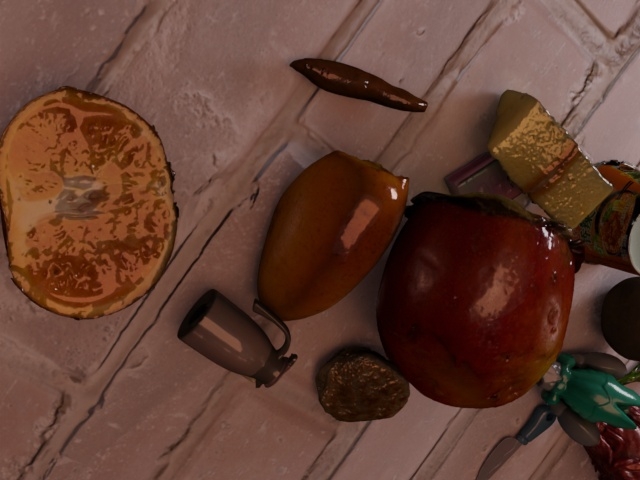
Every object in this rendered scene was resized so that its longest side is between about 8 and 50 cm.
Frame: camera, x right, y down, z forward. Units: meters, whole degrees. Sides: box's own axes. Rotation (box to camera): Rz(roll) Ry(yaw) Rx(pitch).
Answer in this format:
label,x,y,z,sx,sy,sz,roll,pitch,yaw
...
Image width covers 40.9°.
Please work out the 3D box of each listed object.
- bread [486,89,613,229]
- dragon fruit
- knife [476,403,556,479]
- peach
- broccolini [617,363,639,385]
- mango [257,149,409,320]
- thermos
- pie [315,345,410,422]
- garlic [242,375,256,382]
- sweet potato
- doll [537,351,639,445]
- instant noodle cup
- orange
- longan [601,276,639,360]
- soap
label,x,y,z,sx,sy,sz,roll,pitch,yaw
bread,0.423,-0.152,1.592,0.266,0.141,0.178,38,65,-23
dragon fruit,0.686,0.499,1.944,0.330,0.302,0.240,37,123,-13
knife,0.420,0.450,1.886,0.244,0.032,0.058,-42,121,0
peach,0.271,0.091,1.493,0.339,0.353,0.417,10,121,13
broccolini,0.696,0.300,1.938,0.216,0.067,0.058,-15,109,-8
mango,0.000,0.000,1.480,0.201,0.199,0.350,36,106,0
thermos,-0.131,0.170,1.491,0.193,0.105,0.137,39,102,-16
pie,0.078,0.283,1.658,0.193,0.079,0.163,39,98,-28
garlic,-0.138,0.221,1.569,0.083,0.041,0.053,34,104,-18
sweet potato,0.068,-0.269,1.479,0.264,0.057,0.057,11,103,-25
doll,0.565,0.306,1.836,0.195,0.153,0.258,-39,91,2
instant noodle cup,0.625,-0.031,1.719,0.230,0.182,0.230,-7,110,-19
orange,-0.349,-0.048,1.275,0.274,0.274,0.310,-18,79,-16
longan,0.681,0.168,1.828,0.167,0.167,0.187,-14,134,-18
soap,0.322,-0.110,1.638,0.149,0.056,0.100,-31,119,-10
